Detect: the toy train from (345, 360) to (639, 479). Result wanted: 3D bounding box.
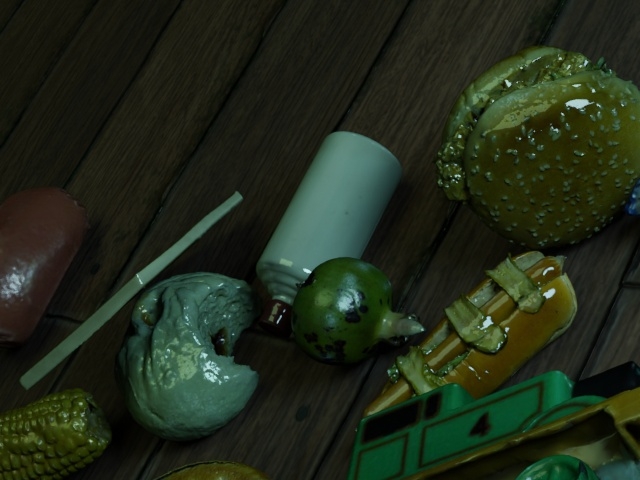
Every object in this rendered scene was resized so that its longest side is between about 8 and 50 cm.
[{"bbox_3d":[0.161,0.224,1.270,0.429,0.178,0.249,-26,29,27],"label":"toy train"}]

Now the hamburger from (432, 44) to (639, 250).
[{"bbox_3d":[0.222,-0.081,1.471,0.215,0.189,0.122,-28,31,6],"label":"hamburger"}]

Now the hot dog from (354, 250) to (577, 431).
[{"bbox_3d":[0.145,0.109,1.472,0.269,0.072,0.109,-42,33,4],"label":"hot dog"}]

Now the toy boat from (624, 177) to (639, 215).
[{"bbox_3d":[0.387,-0.037,1.322,0.262,0.114,0.115,-13,34,33],"label":"toy boat"}]

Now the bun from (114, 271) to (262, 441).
[{"bbox_3d":[-0.158,0.122,1.722,0.204,0.126,0.212,-46,36,4],"label":"bun"}]

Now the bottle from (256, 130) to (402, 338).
[{"bbox_3d":[0.000,0.000,1.696,0.104,0.104,0.245,3,58,47],"label":"bottle"}]

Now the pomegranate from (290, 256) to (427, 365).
[{"bbox_3d":[0.042,0.081,1.578,0.162,0.122,0.122,15,64,22],"label":"pomegranate"}]

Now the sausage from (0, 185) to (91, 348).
[{"bbox_3d":[-0.419,0.038,2.059,0.148,0.148,0.254,-10,48,40],"label":"sausage"}]

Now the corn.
[{"bbox_3d":[-0.411,0.277,1.833,0.363,0.120,0.120,-26,40,26],"label":"corn"}]

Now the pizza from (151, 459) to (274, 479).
[{"bbox_3d":[-0.125,0.310,1.583,0.185,0.036,0.176,-20,45,29],"label":"pizza"}]

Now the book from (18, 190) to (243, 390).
[{"bbox_3d":[-0.220,0.054,1.779,0.217,0.021,0.310,-39,4,26],"label":"book"}]
